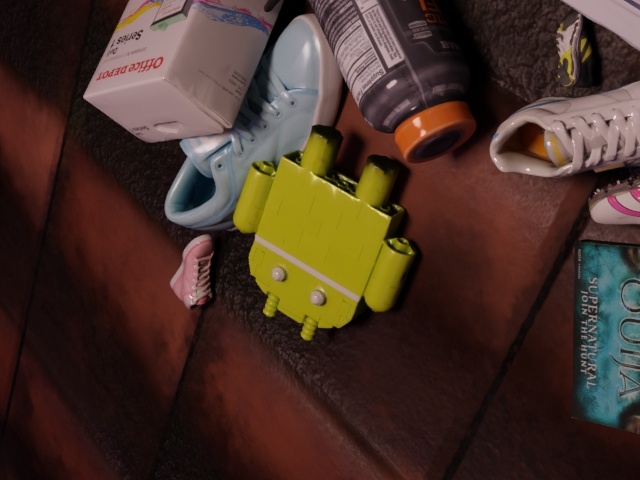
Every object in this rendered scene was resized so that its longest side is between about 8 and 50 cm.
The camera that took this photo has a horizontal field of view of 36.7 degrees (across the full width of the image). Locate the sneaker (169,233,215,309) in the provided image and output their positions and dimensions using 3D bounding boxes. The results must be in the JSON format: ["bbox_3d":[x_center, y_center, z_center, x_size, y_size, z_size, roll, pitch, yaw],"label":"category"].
[{"bbox_3d":[-0.182,0.054,1.470,0.070,0.051,0.134,55,135,24],"label":"sneaker"}]

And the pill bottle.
[{"bbox_3d":[0.084,-0.210,1.074,0.130,0.130,0.246,-39,68,44],"label":"pill bottle"}]

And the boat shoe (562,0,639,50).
[{"bbox_3d":[0.316,-0.207,0.837,0.302,0.109,0.094,44,124,38],"label":"boat shoe"}]

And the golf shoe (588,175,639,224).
[{"bbox_3d":[0.329,-0.025,0.879,0.186,0.067,0.086,-8,92,48],"label":"golf shoe"}]

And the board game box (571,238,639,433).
[{"bbox_3d":[0.308,0.096,0.951,0.126,0.026,0.186,6,101,48],"label":"board game box"}]

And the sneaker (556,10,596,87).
[{"bbox_3d":[0.257,-0.189,0.962,0.031,0.035,0.083,-13,65,59],"label":"sneaker"}]

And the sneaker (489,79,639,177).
[{"bbox_3d":[0.265,-0.098,0.904,0.228,0.092,0.087,-5,110,51],"label":"sneaker"}]

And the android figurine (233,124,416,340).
[{"bbox_3d":[0.000,0.000,1.220,0.248,0.056,0.273,32,118,18],"label":"android figurine"}]

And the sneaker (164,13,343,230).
[{"bbox_3d":[-0.097,-0.138,1.270,0.135,0.150,0.366,52,130,28],"label":"sneaker"}]

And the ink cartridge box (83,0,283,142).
[{"bbox_3d":[-0.165,-0.280,1.255,0.201,0.117,0.278,-1,63,48],"label":"ink cartridge box"}]

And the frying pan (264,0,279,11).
[{"bbox_3d":[0.031,-0.364,1.065,0.053,0.197,0.326,36,110,-5],"label":"frying pan"}]
